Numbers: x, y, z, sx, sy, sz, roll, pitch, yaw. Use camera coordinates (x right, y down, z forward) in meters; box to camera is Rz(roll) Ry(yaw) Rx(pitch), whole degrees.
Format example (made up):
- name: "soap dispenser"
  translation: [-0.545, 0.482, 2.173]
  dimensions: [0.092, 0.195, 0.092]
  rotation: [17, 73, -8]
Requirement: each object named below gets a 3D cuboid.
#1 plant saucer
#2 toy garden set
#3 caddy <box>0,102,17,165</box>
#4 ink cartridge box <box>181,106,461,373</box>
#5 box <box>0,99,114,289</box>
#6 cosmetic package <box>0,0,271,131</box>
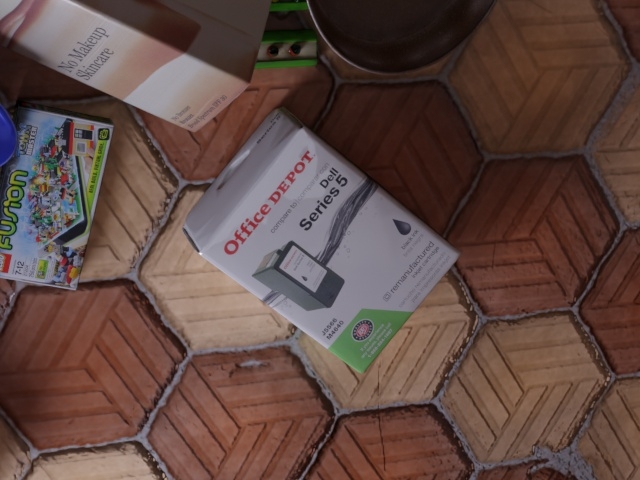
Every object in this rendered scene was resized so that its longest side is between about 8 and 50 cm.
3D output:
- name: "plant saucer"
  translation: [0.098, -0.347, 1.580]
  dimensions: [0.311, 0.050, 0.310]
  rotation: [-16, 120, -29]
- name: "toy garden set"
  translation: [-0.008, -0.322, 1.595]
  dimensions: [0.204, 0.049, 0.244]
  rotation: [-5, 109, -15]
- name: "caddy"
  translation: [-0.494, -0.092, 1.456]
  dimensions: [0.341, 0.179, 0.241]
  rotation: [20, 85, -32]
- name: "ink cartridge box"
  translation: [0.000, 0.000, 1.669]
  dimensions: [0.273, 0.115, 0.198]
  rotation: [37, 95, -24]
- name: "box"
  translation: [-0.320, -0.051, 1.599]
  dimensions: [0.114, 0.036, 0.206]
  rotation: [10, 105, -19]
- name: "cosmetic package"
  translation: [-0.222, -0.250, 1.479]
  dimensions: [0.296, 0.153, 0.129]
  rotation: [23, 62, -21]
